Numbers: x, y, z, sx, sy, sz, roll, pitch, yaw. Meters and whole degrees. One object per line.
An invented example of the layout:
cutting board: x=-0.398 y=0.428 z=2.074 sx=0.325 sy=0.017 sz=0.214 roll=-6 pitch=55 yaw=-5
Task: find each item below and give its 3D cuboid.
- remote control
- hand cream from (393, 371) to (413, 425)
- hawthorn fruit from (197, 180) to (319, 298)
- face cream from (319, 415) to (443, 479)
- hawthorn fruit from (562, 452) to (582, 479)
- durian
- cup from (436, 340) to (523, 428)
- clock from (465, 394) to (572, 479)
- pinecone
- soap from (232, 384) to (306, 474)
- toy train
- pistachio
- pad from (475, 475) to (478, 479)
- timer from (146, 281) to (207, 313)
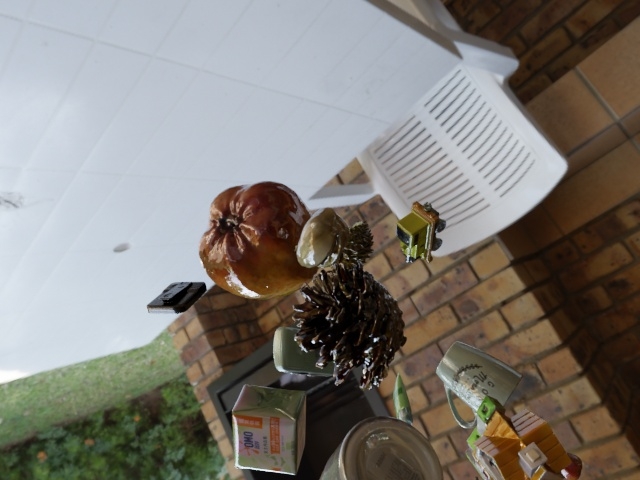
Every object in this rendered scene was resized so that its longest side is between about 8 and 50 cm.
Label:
remote control: x=-0.046 y=0.363 z=1.646 sx=0.056 sy=0.140 sz=0.296 roll=-16 pitch=156 yaw=32
hand cream: x=0.256 y=0.516 z=1.623 sx=0.045 sy=0.175 sz=0.095 roll=0 pitch=121 yaw=-7
hawthorn fruit: x=-0.215 y=0.007 z=1.922 sx=0.471 sy=0.472 sz=0.472 roll=-26 pitch=164 yaw=-8
face cream: x=0.096 y=0.403 z=0.845 sx=0.177 sy=0.177 sz=0.153 roll=-18 pitch=145 yaw=-34
hawthorn fruit: x=0.807 y=0.736 z=1.682 sx=0.081 sy=0.093 sz=0.081 roll=-37 pitch=135 yaw=-48
durian: x=0.059 y=0.002 z=1.413 sx=0.252 sy=0.139 sz=0.144 roll=-30 pitch=138 yaw=-33
cup: x=0.498 y=0.485 z=1.695 sx=0.186 sy=0.234 sz=0.258 roll=3 pitch=116 yaw=-62
clock: x=0.478 y=0.522 z=1.242 sx=0.166 sy=0.235 sz=0.310 roll=-29 pitch=137 yaw=-8
pinecone: x=0.065 y=0.194 z=1.185 sx=0.242 sy=0.296 sz=0.298 roll=-42 pitch=-165 yaw=8
soap: x=-0.138 y=0.514 z=1.399 sx=0.182 sy=0.200 sz=0.138 roll=4 pitch=-158 yaw=9
toy train: x=0.267 y=-0.014 z=1.399 sx=0.127 sy=0.089 sz=0.219 roll=-31 pitch=143 yaw=-21
pistachio: x=0.000 y=0.000 z=1.124 sx=0.113 sy=0.113 sz=0.149 roll=-8 pitch=145 yaw=-50
pad: x=0.408 y=0.752 z=1.214 sx=0.012 sy=0.269 sz=0.270 roll=-13 pitch=-146 yaw=18
timer: x=-0.489 y=0.190 z=1.749 sx=0.144 sy=0.055 sz=0.187 roll=-1 pitch=-159 yaw=15
